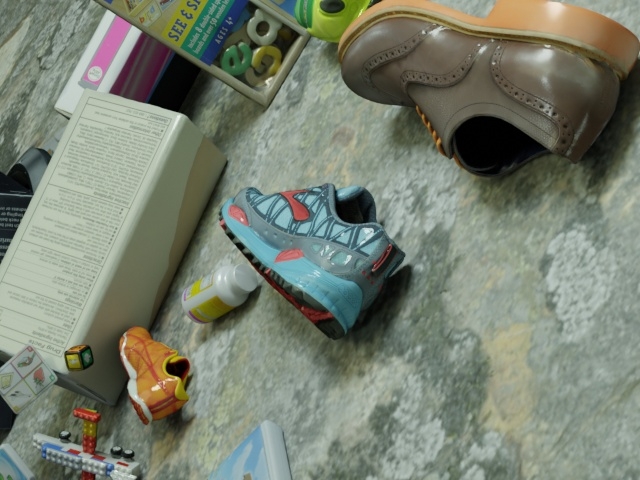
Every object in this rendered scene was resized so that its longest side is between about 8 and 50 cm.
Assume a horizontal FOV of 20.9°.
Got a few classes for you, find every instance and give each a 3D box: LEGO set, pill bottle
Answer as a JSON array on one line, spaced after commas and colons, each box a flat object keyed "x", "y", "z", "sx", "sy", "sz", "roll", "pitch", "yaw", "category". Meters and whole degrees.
[{"x": -0.294, "y": 0.213, "z": 1.789, "sx": 0.244, "sy": 0.182, "sz": 0.060, "roll": -39, "pitch": -2, "yaw": 30, "category": "LEGO set"}, {"x": -0.101, "y": 0.052, "z": 1.764, "sx": 0.083, "sy": 0.043, "sz": 0.043, "roll": -29, "pitch": 41, "yaw": 42, "category": "pill bottle"}]

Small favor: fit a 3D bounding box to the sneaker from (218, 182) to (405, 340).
[{"x": 0.000, "y": 0.000, "z": 1.628, "sx": 0.125, "sy": 0.104, "sz": 0.262, "roll": -42, "pitch": 33, "yaw": -5, "category": "sneaker"}]

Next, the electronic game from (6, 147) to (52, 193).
[{"x": -0.360, "y": -0.001, "z": 2.155, "sx": 0.229, "sy": 0.048, "sz": 0.229, "roll": -176, "pitch": 90, "yaw": -65, "category": "electronic game"}]

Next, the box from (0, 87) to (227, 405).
[{"x": -0.241, "y": 0.006, "z": 1.895, "sx": 0.148, "sy": 0.121, "sz": 0.311, "roll": 18, "pitch": 77, "yaw": 28, "category": "box"}]

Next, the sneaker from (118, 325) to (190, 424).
[{"x": -0.167, "y": 0.136, "z": 1.791, "sx": 0.067, "sy": 0.064, "sz": 0.175, "roll": -24, "pitch": 27, "yaw": -4, "category": "sneaker"}]

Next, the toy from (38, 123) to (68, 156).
[{"x": -0.313, "y": -0.062, "z": 2.171, "sx": 0.237, "sy": 0.056, "sz": 0.137, "roll": 151, "pitch": 116, "yaw": -66, "category": "toy"}]

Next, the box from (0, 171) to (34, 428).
[{"x": -0.483, "y": 0.053, "z": 2.136, "sx": 0.296, "sy": 0.183, "sz": 0.294, "roll": 28, "pitch": 111, "yaw": 61, "category": "box"}]

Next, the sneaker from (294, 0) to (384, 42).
[{"x": 0.044, "y": -0.350, "z": 1.844, "sx": 0.123, "sy": 0.109, "sz": 0.295, "roll": 10, "pitch": 72, "yaw": 56, "category": "sneaker"}]

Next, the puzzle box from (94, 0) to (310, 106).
[{"x": -0.065, "y": -0.385, "z": 1.880, "sx": 0.409, "sy": 0.272, "sz": 0.052, "roll": -59, "pitch": 28, "yaw": 1, "category": "puzzle box"}]

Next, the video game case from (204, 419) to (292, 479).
[{"x": -0.088, "y": 0.292, "z": 1.540, "sx": 0.193, "sy": 0.023, "sz": 0.212, "roll": -46, "pitch": 31, "yaw": 22, "category": "video game case"}]

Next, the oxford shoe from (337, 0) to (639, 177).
[{"x": 0.116, "y": -0.130, "z": 1.512, "sx": 0.364, "sy": 0.130, "sz": 0.132, "roll": 7, "pitch": 75, "yaw": 59, "category": "oxford shoe"}]

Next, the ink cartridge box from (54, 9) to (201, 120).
[{"x": -0.174, "y": -0.279, "z": 2.060, "sx": 0.069, "sy": 0.176, "sz": 0.371, "roll": 23, "pitch": 84, "yaw": 22, "category": "ink cartridge box"}]
